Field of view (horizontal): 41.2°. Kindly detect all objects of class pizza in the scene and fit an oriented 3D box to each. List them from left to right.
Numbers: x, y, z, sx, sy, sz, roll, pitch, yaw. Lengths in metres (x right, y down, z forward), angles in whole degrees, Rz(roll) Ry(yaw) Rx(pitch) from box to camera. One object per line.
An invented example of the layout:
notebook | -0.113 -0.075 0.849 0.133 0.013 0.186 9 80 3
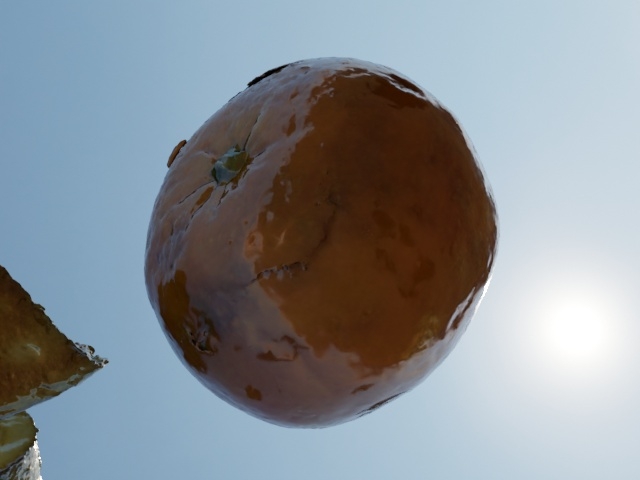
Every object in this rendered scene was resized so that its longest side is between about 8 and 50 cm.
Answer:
pizza | -0.307 0.086 0.662 0.271 0.056 0.134 -10 -85 -18

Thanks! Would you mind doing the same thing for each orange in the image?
orange | 0.000 0.000 0.655 0.226 0.284 0.283 33 -131 -37

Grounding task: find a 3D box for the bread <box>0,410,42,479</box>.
bread | -0.401 0.255 0.828 0.257 0.186 0.124 -25 -57 -46
